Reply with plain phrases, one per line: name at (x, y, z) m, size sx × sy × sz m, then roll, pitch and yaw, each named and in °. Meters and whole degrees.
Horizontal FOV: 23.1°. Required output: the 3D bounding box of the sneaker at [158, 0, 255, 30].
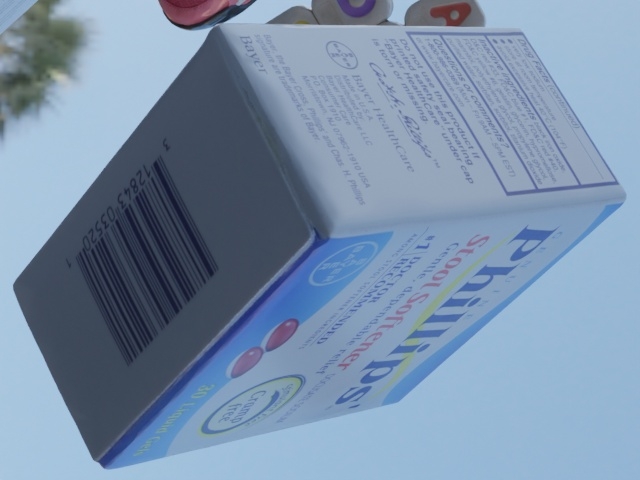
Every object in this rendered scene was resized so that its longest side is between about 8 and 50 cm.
sneaker at (-0.074, -0.323, 1.297) m, size 0.116 × 0.136 × 0.314 m, roll 44°, pitch -67°, yaw 31°

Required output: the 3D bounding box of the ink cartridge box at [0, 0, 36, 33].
ink cartridge box at (-0.414, -0.422, 1.919) m, size 0.130 × 0.309 × 0.271 m, roll 9°, pitch -59°, yaw 11°

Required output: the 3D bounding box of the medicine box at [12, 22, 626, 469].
medicine box at (0.000, 0.000, 1.008) m, size 0.263 × 0.289 × 0.149 m, roll -46°, pitch -117°, yaw 38°

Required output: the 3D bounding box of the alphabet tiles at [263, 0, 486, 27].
alphabet tiles at (0.055, -0.102, 1.460) m, size 0.278 × 0.021 × 0.284 m, roll -28°, pitch -89°, yaw 20°
